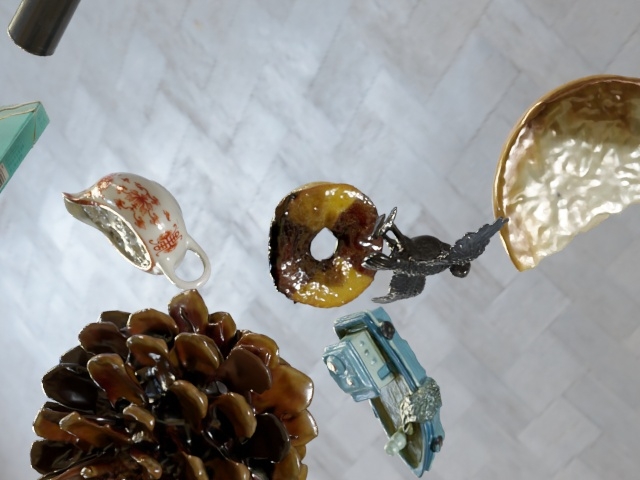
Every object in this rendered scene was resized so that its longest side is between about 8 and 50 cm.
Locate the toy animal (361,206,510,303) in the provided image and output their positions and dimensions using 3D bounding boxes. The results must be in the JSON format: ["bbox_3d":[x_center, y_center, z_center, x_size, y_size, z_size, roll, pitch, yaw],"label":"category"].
[{"bbox_3d":[0.094,0.016,1.212,0.108,0.062,0.220,26,148,-20],"label":"toy animal"}]

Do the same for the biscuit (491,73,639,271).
[{"bbox_3d":[0.345,-0.109,1.671,0.204,0.309,0.040,63,170,-16],"label":"biscuit"}]

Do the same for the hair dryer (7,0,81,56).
[{"bbox_3d":[-0.332,-0.359,1.749,0.070,0.255,0.128,34,126,-6],"label":"hair dryer"}]

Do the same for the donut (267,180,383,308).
[{"bbox_3d":[0.000,0.000,1.368,0.140,0.140,0.059,66,174,-20],"label":"donut"}]

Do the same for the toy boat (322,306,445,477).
[{"bbox_3d":[0.089,0.207,1.700,0.109,0.098,0.238,-22,101,50],"label":"toy boat"}]

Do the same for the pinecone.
[{"bbox_3d":[-0.141,0.171,1.149,0.264,0.264,0.264,29,139,28],"label":"pinecone"}]

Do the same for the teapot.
[{"bbox_3d":[-0.242,-0.017,1.770,0.245,0.116,0.159,36,141,27],"label":"teapot"}]

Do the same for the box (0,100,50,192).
[{"bbox_3d":[-0.469,-0.098,1.669,0.162,0.229,0.041,-5,127,19],"label":"box"}]
